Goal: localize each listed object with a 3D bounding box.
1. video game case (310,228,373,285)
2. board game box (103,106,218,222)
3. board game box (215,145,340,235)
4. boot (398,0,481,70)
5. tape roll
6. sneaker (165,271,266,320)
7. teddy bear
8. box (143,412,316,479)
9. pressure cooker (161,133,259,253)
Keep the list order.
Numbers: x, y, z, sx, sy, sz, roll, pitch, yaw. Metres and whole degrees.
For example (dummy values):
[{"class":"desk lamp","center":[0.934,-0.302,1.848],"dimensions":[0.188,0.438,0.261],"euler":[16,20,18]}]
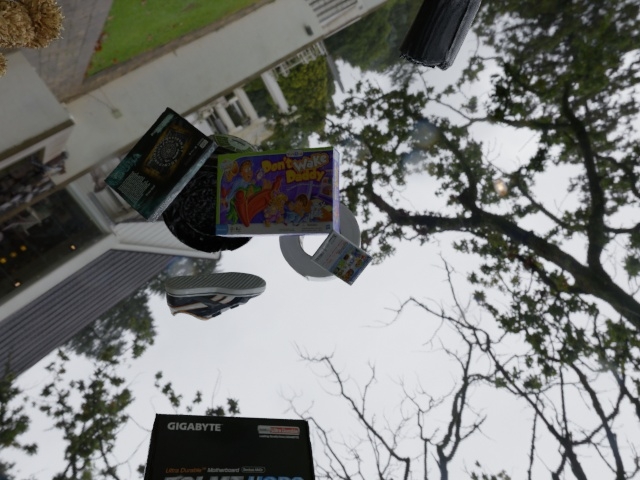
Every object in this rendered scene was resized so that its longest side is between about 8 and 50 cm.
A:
[{"class":"video game case","center":[0.050,0.041,0.949],"dimensions":[0.087,0.122,0.011],"euler":[-52,-161,9]},{"class":"board game box","center":[-0.295,-0.142,0.762],"dimensions":[0.186,0.126,0.026],"euler":[-50,165,-4]},{"class":"board game box","center":[-0.121,-0.130,1.161],"dimensions":[0.346,0.234,0.078],"euler":[-1,176,16]},{"class":"boot","center":[0.256,-0.417,0.725],"dimensions":[0.246,0.207,0.094],"euler":[-21,-123,-34]},{"class":"tape roll","center":[0.000,0.000,1.441],"dimensions":[0.286,0.286,0.100],"euler":[-30,166,-3]},{"class":"sneaker","center":[-0.343,0.184,1.367],"dimensions":[0.320,0.128,0.126],"euler":[0,-156,-17]},{"class":"teddy bear","center":[-0.587,-0.348,0.635],"dimensions":[0.337,0.246,0.113],"euler":[-17,-177,-24]},{"class":"box","center":[-0.148,0.445,0.682],"dimensions":[0.294,0.295,0.073],"euler":[-100,-151,-48]},{"class":"pressure cooker","center":[-0.379,-0.199,1.545],"dimensions":[0.374,0.370,0.421],"euler":[-15,-151,7]}]
